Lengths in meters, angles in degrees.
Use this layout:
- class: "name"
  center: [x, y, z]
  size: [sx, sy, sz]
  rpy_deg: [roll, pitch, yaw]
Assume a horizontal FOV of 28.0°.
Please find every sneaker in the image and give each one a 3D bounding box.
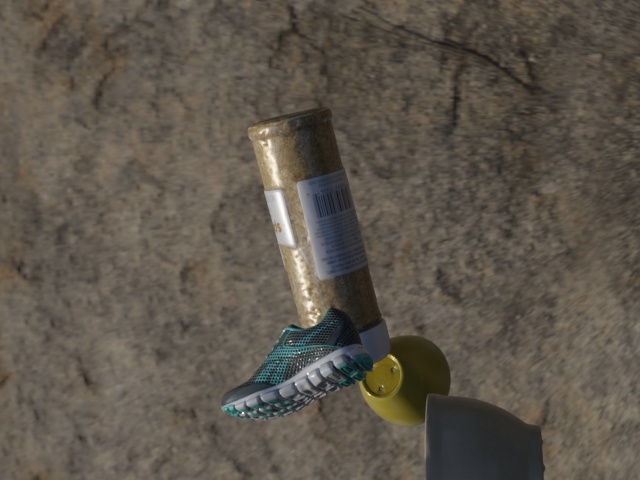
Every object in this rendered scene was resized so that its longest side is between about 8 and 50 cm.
- class: "sneaker"
  center: [-0.026, 0.120, 1.241]
  size: [0.166, 0.065, 0.076]
  rpy_deg: [-26, 59, 20]

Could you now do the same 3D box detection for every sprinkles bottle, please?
- class: "sprinkles bottle"
  center: [0.000, 0.000, 1.760]
  size: [0.121, 0.121, 0.356]
  rpy_deg: [-11, 98, 24]

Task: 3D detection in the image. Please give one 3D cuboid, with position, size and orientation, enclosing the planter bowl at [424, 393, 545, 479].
- class: "planter bowl"
  center: [0.159, 0.225, 1.217]
  size: [0.109, 0.162, 0.162]
  rpy_deg: [-3, 94, 9]

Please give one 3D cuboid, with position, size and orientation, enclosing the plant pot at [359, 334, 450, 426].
- class: "plant pot"
  center: [0.107, 0.198, 1.845]
  size: [0.134, 0.095, 0.134]
  rpy_deg: [-6, 77, 28]
